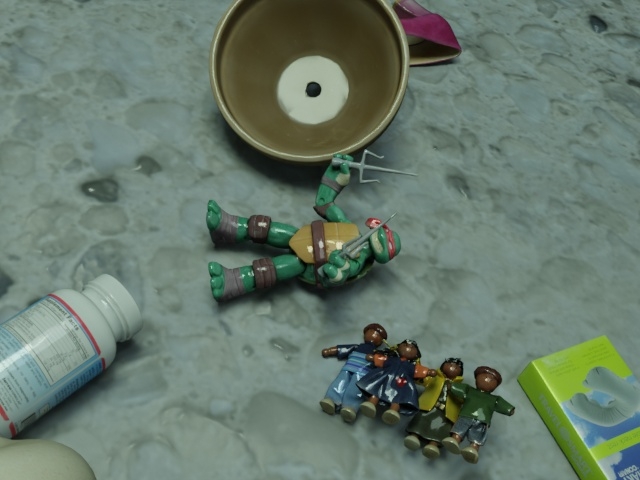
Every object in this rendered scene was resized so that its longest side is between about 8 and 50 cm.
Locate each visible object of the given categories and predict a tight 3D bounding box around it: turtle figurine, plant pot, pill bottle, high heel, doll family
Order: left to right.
[{"bbox_3d":[-0.243,0.099,0.670,0.087,0.087,0.160,41,54,17],"label":"pill bottle"},{"bbox_3d":[-0.012,-0.200,0.918,0.237,0.110,0.238,0,82,2],"label":"plant pot"},{"bbox_3d":[0.000,0.000,0.793,0.234,0.118,0.175,-8,39,-2],"label":"turtle figurine"},{"bbox_3d":[0.100,-0.257,1.051,0.117,0.082,0.244,43,50,7],"label":"high heel"},{"bbox_3d":[0.090,0.141,0.736,0.192,0.076,0.111,24,56,8],"label":"doll family"}]

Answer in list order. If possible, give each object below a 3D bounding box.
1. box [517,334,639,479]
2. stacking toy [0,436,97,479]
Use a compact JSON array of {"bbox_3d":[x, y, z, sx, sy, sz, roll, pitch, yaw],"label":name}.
[{"bbox_3d":[0.298,0.194,0.771,0.108,0.042,0.178,-14,57,-23],"label":"box"},{"bbox_3d":[-0.269,0.353,0.359,0.350,0.350,0.480,-5,79,-18],"label":"stacking toy"}]
